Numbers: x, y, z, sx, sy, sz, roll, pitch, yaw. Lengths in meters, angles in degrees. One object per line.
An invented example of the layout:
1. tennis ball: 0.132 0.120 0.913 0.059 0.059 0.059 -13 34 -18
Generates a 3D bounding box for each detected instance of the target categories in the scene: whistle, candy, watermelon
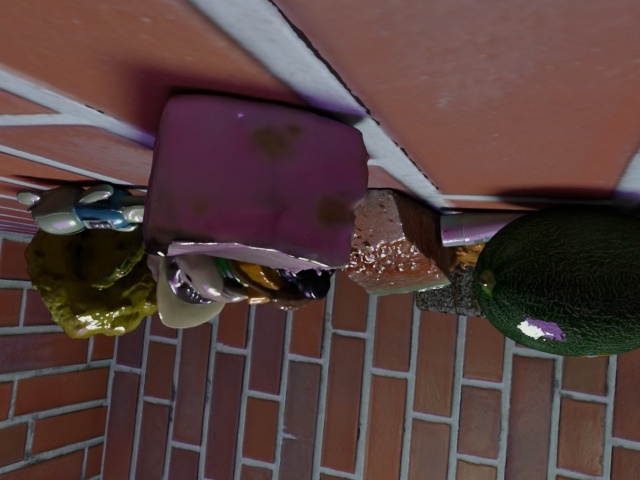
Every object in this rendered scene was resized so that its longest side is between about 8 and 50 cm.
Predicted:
1. whistle: -0.336 -0.050 0.922 0.236 0.077 0.114 -2 146 10
2. candy: -0.074 -0.032 0.532 0.156 0.115 0.265 5 175 -16
3. watermelon: 0.077 -0.008 0.844 0.193 0.139 0.257 -4 166 13

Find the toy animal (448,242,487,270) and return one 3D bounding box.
1. toy animal: 0.269 0.021 1.135 0.255 0.114 0.116 15 -148 -45

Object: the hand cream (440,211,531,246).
1. hand cream: 0.256 -0.021 0.836 0.174 0.047 0.076 -5 173 15

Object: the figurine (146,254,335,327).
1. figurine: -0.134 0.022 0.992 0.332 0.204 0.185 -14 136 26

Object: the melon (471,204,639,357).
1. melon: 0.302 0.048 0.720 0.288 0.182 0.182 5 176 -19

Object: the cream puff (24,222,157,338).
1. cream puff: -0.390 0.041 1.103 0.282 0.281 0.185 9 148 -40

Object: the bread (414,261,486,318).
1. bread: 0.344 0.092 1.390 0.113 0.165 0.416 5 175 -18
